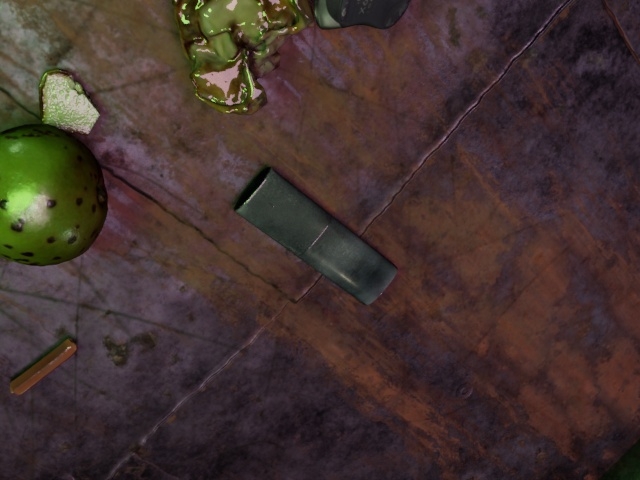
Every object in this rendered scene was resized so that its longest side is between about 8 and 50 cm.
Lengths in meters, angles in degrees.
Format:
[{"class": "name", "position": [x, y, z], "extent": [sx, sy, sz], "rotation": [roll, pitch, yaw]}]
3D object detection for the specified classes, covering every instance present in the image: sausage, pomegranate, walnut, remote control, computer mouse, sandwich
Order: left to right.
[{"class": "pomegranate", "position": [-0.468, -0.080, 1.123], "extent": [0.285, 0.231, 0.231], "rotation": [18, 112, 16]}, {"class": "sausage", "position": [-0.508, 0.233, 1.332], "extent": [0.147, 0.035, 0.030], "rotation": [-37, 91, 0]}, {"class": "sandwich", "position": [-0.401, -0.221, 1.157], "extent": [0.093, 0.036, 0.105], "rotation": [-5, 114, -19]}, {"class": "walnut", "position": [-0.132, -0.336, 1.153], "extent": [0.204, 0.141, 0.238], "rotation": [32, 110, -8]}, {"class": "remote control", "position": [0.000, 0.000, 1.422], "extent": [0.377, 0.044, 0.107], "rotation": [37, 92, -32]}, {"class": "computer mouse", "position": [0.051, -0.419, 1.140], "extent": [0.379, 0.090, 0.167], "rotation": [-28, 144, -53]}]
